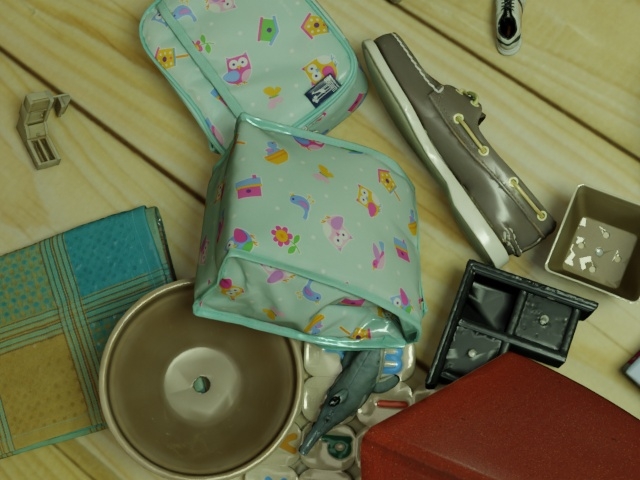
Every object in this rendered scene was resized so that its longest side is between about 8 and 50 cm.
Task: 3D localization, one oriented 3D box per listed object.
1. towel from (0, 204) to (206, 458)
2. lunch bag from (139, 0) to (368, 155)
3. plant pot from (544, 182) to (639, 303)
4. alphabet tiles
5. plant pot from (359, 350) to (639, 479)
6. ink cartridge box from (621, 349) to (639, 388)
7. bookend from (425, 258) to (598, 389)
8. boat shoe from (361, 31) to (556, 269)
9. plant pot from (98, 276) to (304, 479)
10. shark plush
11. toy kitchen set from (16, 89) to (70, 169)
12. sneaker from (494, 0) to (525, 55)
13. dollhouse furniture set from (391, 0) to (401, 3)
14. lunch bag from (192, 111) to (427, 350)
[{"bbox_3d":[-0.352,0.130,1.215,0.370,0.040,0.271,-19,79,10],"label":"towel"},{"bbox_3d":[-0.089,-0.231,1.171,0.224,0.108,0.279,-38,77,5],"label":"lunch bag"},{"bbox_3d":[0.329,0.008,1.059,0.109,0.096,0.109,22,87,13],"label":"plant pot"},{"bbox_3d":[0.044,0.257,1.123,0.278,0.021,0.284,1,83,12],"label":"alphabet tiles"},{"bbox_3d":[0.216,0.294,0.880,0.236,0.267,0.267,12,111,43],"label":"plant pot"},{"bbox_3d":[0.520,0.103,1.027,0.186,0.065,0.311,44,91,14],"label":"ink cartridge box"},{"bbox_3d":[0.221,0.125,1.065,0.156,0.072,0.157,20,79,12],"label":"bookend"},{"bbox_3d":[0.163,-0.123,1.105,0.097,0.116,0.324,-31,81,1],"label":"boat shoe"},{"bbox_3d":[-0.143,0.170,1.091,0.237,0.110,0.237,2,75,-9],"label":"plant pot"},{"bbox_3d":[0.020,0.184,1.091,0.161,0.067,0.073,-41,77,4],"label":"shark plush"},{"bbox_3d":[-0.364,-0.155,1.242,0.068,0.083,0.075,-20,75,-34],"label":"toy kitchen set"},{"bbox_3d":[0.239,-0.292,1.145,0.040,0.044,0.109,-4,80,13],"label":"sneaker"},{"bbox_3d":[0.152,-0.377,1.181,0.151,0.123,0.144,-27,80,-27],"label":"dollhouse furniture set"},{"bbox_3d":[0.000,0.000,1.057,0.262,0.160,0.223,16,51,-19],"label":"lunch bag"}]
